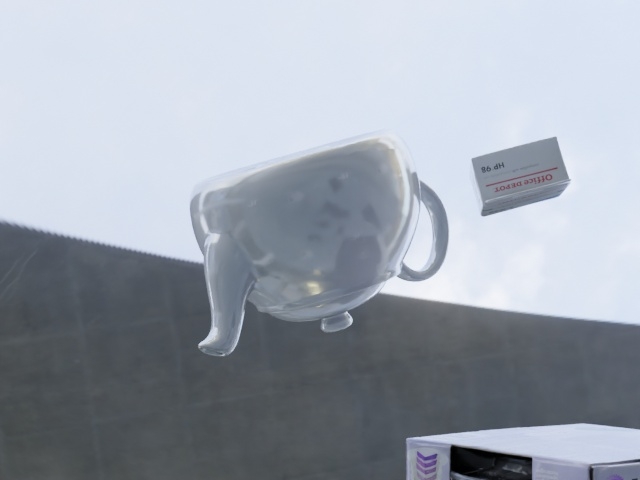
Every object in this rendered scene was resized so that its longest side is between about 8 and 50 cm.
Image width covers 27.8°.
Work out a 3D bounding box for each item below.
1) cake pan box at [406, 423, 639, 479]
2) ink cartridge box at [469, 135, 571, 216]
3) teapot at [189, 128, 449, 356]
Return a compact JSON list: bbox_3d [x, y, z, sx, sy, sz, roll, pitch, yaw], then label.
[{"bbox_3d":[0.247,0.216,1.206,0.267,0.246,0.070,2,-95,-36],"label":"cake pan box"},{"bbox_3d":[0.233,-0.076,1.523,0.104,0.180,0.060,-15,-95,4],"label":"ink cartridge box"},{"bbox_3d":[0.000,0.000,1.323,0.256,0.252,0.187,-16,-84,7],"label":"teapot"}]
